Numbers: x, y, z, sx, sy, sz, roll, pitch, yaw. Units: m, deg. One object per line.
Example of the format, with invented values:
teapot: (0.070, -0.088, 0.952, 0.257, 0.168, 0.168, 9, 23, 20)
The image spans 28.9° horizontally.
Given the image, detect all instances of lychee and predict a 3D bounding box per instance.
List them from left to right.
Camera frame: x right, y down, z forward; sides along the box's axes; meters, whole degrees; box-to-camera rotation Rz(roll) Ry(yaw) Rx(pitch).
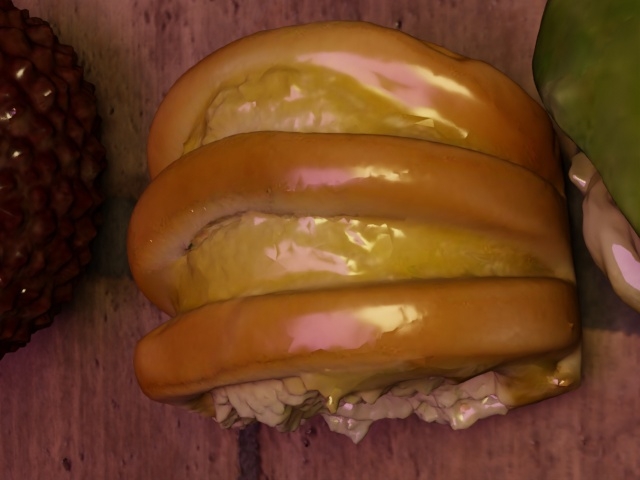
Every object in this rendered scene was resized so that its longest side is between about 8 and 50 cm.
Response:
lychee: (-0.320, -0.046, 1.018, 0.306, 0.306, 0.330, 31, 88, 35)

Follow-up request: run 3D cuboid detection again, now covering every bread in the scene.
bread: (0.000, 0.000, 0.790, 0.316, 0.211, 0.270, -8, 88, 38)

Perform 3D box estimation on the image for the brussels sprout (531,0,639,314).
brussels sprout: (0.254, -0.016, 0.513, 0.315, 0.276, 0.371, -25, 70, 31)
